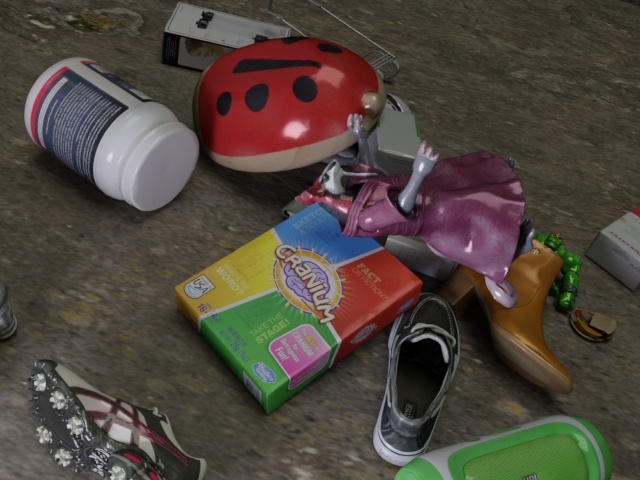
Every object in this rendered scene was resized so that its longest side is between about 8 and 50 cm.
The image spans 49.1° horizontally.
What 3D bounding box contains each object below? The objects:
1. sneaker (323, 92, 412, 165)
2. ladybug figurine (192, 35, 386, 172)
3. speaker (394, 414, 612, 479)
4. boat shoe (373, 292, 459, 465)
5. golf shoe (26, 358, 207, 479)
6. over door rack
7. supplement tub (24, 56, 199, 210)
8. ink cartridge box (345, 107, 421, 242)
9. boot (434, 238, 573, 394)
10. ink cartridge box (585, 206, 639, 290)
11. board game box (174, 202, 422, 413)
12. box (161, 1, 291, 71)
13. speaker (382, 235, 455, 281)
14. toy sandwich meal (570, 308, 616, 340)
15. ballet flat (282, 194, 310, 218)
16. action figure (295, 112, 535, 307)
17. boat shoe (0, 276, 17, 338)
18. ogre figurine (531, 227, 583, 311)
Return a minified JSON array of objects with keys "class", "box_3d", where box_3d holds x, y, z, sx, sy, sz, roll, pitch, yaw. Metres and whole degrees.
[{"class":"sneaker","box_3d":[0.016,-0.294,1.553,0.366,0.137,0.210,29,40,8]},{"class":"ladybug figurine","box_3d":[-0.080,-0.278,1.350,0.449,0.162,0.305,4,55,36]},{"class":"speaker","box_3d":[0.253,0.329,0.964,0.296,0.131,0.131,-8,47,-25]},{"class":"boat shoe","box_3d":[0.167,0.188,1.092,0.121,0.119,0.335,18,41,1]},{"class":"golf shoe","box_3d":[-0.272,0.251,0.911,0.273,0.105,0.120,41,30,17]},{"class":"over door rack","box_3d":[0.026,-0.493,1.757,0.324,0.108,0.239,46,37,1]},{"class":"supplement tub","box_3d":[-0.377,-0.192,1.270,0.272,0.191,0.191,34,44,18]},{"class":"ink cartridge box","box_3d":[0.117,-0.125,1.348,0.093,0.212,0.154,12,40,-11]},{"class":"boot","box_3d":[0.364,0.107,1.218,0.211,0.104,0.295,-40,56,-18]},{"class":"ink cartridge box","box_3d":[0.667,0.015,1.485,0.175,0.072,0.127,-24,56,-37]},{"class":"board game box","box_3d":[-0.034,0.088,1.125,0.316,0.064,0.242,-33,60,-26]},{"class":"box","box_3d":[-0.226,-0.477,1.711,0.290,0.087,0.169,11,42,-7]},{"class":"speaker","box_3d":[0.182,0.030,1.319,0.136,0.055,0.055,19,41,3]},{"class":"toy sandwich meal","box_3d":[0.510,0.155,1.312,0.086,0.029,0.085,10,42,-9]},{"class":"ballet flat","box_3d":[0.000,0.000,1.295,0.068,0.072,0.213,-34,57,-10]},{"class":"action figure","box_3d":[0.142,-0.054,1.150,0.370,0.275,0.248,-1,22,-7]},{"class":"boat shoe","box_3d":[-0.589,0.059,1.008,0.320,0.103,0.118,17,54,7]},{"class":"ogre figurine","box_3d":[0.424,0.040,1.367,0.197,0.097,0.118,24,58,31]}]
